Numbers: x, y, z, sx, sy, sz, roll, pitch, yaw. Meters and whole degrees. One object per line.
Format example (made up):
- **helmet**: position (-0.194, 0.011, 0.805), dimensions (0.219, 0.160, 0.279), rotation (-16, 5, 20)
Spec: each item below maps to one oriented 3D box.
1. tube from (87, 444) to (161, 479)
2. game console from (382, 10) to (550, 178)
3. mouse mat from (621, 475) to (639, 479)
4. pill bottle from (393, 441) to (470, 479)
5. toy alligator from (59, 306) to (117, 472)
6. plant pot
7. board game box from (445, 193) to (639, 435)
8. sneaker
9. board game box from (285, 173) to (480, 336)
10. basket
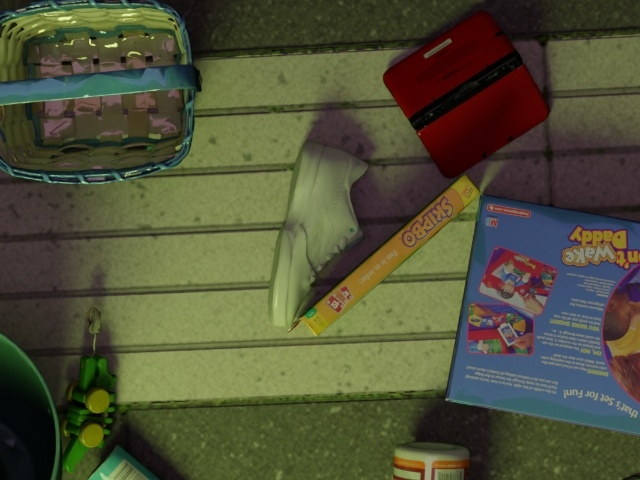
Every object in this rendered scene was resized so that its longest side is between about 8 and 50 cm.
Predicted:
- **tube**: position (-0.173, 0.321, 1.940), dimensions (0.207, 0.052, 0.080), rotation (43, 98, -3)
- **game console**: position (0.164, -0.166, 1.930), dimensions (0.144, 0.085, 0.124), rotation (-32, 57, 3)
- **mouse mat**: position (0.309, 0.368, 1.929), dimensions (0.189, 0.007, 0.153), rotation (-23, 89, 2)
- **pill bottle**: position (0.121, 0.305, 1.900), dimensions (0.086, 0.086, 0.152), rotation (3, 91, 3)
- **toy alligator**: position (-0.255, 0.172, 1.943), dimensions (0.051, 0.056, 0.190), rotation (11, 90, -39)
- **plant pot**: position (-0.411, 0.248, 1.838), dimensions (0.293, 0.235, 0.293), rotation (0, 71, 0)
- **board game box**: position (0.328, 0.092, 1.889), dimensions (0.347, 0.078, 0.233), rotation (10, 91, 3)
- **sneaker**: position (0.000, 0.000, 1.915), dimensions (0.094, 0.080, 0.212), rotation (14, 90, -8)
- **board game box**: position (0.069, 0.022, 1.882), dimensions (0.259, 0.124, 0.039), rotation (-39, 89, 3)
- **basket**: position (-0.243, -0.161, 1.816), dimensions (0.254, 0.289, 0.201), rotation (-3, 90, 5)
